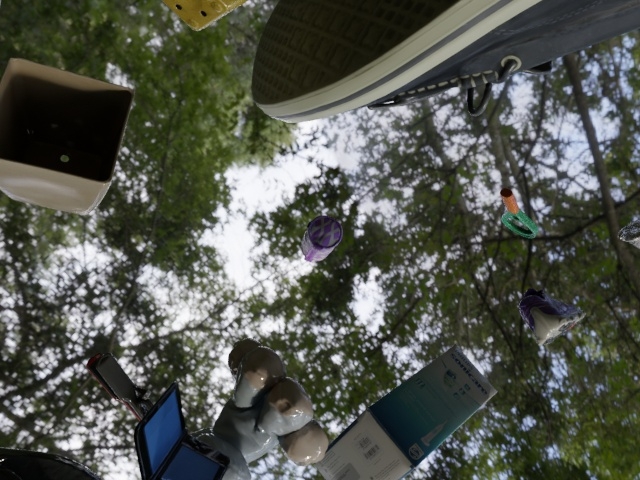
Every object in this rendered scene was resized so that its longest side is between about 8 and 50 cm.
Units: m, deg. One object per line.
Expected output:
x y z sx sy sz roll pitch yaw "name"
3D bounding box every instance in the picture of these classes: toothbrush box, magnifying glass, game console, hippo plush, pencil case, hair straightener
0.161 0.346 1.177 0.295 0.216 0.126 -20 -117 -45 "toothbrush box"
0.459 -0.062 1.488 0.092 0.231 0.026 29 -99 34 "magnifying glass"
-0.152 0.235 0.714 0.071 0.107 0.122 -63 178 16 "game console"
-0.160 0.323 1.103 0.236 0.234 0.294 -30 -173 -23 "hippo plush"
0.000 0.000 1.536 0.086 0.206 0.088 20 -101 -2 "pencil case"
-0.355 0.311 1.207 0.089 0.230 0.047 -14 -160 46 "hair straightener"

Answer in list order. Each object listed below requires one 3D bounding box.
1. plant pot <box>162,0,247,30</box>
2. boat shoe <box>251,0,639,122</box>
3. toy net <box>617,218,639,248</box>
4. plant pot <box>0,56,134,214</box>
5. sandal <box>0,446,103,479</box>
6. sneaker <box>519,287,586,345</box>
-0.088 -0.216 0.496 0.081 0.081 0.083 -10 -131 45 "plant pot"
0.133 -0.204 0.531 0.500 0.156 0.187 -16 -117 39 "boat shoe"
0.386 -0.028 0.579 0.232 0.045 0.122 -22 -174 -15 "toy net"
-0.240 -0.083 0.582 0.096 0.109 0.109 126 -28 -56 "plant pot"
-0.497 0.353 0.854 0.167 0.446 0.107 -63 -163 4 "sandal"
0.304 0.093 0.841 0.068 0.170 0.071 -41 -112 15 "sneaker"
